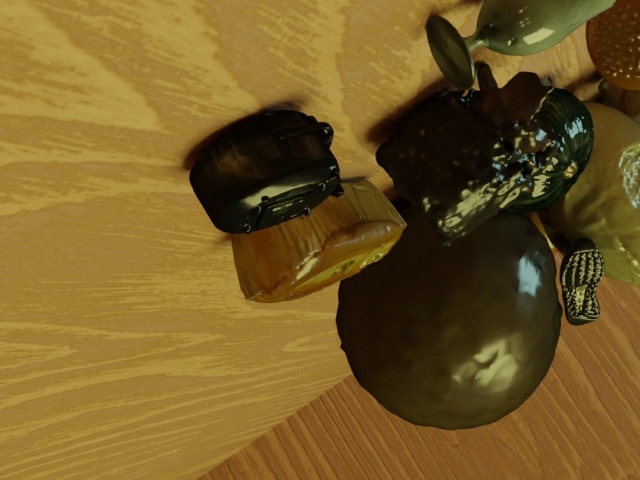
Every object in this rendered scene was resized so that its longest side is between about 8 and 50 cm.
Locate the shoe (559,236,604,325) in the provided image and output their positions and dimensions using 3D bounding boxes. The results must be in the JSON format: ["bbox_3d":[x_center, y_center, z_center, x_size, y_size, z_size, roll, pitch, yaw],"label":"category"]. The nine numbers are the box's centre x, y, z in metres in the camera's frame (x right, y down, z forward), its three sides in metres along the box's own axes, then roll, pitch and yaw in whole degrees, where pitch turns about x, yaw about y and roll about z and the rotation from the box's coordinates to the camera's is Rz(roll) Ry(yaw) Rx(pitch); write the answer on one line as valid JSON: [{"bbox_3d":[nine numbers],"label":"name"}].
[{"bbox_3d":[0.440,0.058,1.952,0.074,0.077,0.194,-8,133,5],"label":"shoe"}]

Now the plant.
[{"bbox_3d":[0.197,-0.120,1.508,0.234,0.178,0.204,-45,155,4],"label":"plant"}]

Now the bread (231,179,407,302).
[{"bbox_3d":[0.000,0.000,1.610,0.152,0.119,0.288,-35,168,30],"label":"bread"}]

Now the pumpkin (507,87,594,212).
[{"bbox_3d":[0.340,-0.144,1.814,0.211,0.152,0.212,-35,138,-38],"label":"pumpkin"}]

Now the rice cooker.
[{"bbox_3d":[-0.056,-0.072,1.215,0.165,0.106,0.112,-15,158,-24],"label":"rice cooker"}]

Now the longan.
[{"bbox_3d":[0.219,0.123,1.967,0.404,0.404,0.436,-31,148,-10],"label":"longan"}]

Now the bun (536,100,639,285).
[{"bbox_3d":[0.494,-0.060,2.005,0.202,0.364,0.364,-43,170,-13],"label":"bun"}]

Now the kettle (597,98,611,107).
[{"bbox_3d":[0.701,-0.270,2.134,0.318,0.205,0.265,-43,162,30],"label":"kettle"}]

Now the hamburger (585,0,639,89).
[{"bbox_3d":[0.433,-0.278,1.532,0.115,0.162,0.162,-21,163,-32],"label":"hamburger"}]

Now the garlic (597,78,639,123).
[{"bbox_3d":[0.626,-0.285,1.924,0.203,0.185,0.281,-36,173,-42],"label":"garlic"}]

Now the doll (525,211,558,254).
[{"bbox_3d":[0.355,-0.015,2.247,0.269,0.162,0.167,-22,-171,4],"label":"doll"}]

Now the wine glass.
[{"bbox_3d":[0.223,-0.247,1.254,0.202,0.093,0.093,-30,168,-13],"label":"wine glass"}]
